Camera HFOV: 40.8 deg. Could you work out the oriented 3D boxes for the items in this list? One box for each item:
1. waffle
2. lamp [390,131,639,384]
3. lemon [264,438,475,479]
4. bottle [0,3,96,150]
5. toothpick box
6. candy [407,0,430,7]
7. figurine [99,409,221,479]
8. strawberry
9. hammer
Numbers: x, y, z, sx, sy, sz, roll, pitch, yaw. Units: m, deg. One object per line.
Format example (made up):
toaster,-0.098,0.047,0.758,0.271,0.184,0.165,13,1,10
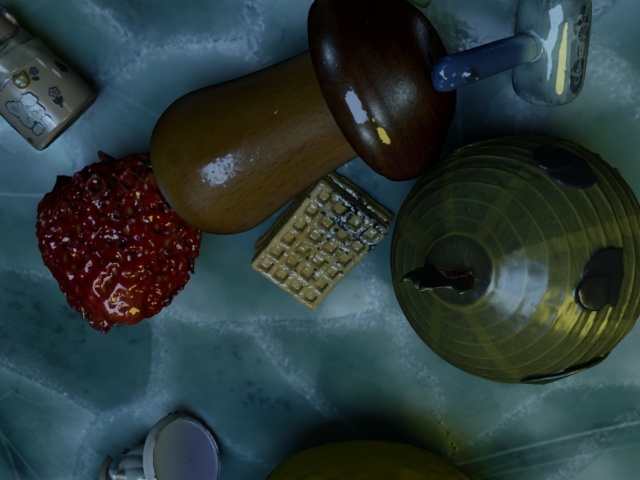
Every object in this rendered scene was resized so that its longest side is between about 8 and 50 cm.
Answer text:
waffle,0.000,0.000,0.969,0.102,0.042,0.148,38,118,-10
lamp,0.171,0.017,0.809,0.250,0.284,0.250,4,97,40
lemon,0.060,0.393,1.023,0.336,0.336,0.336,5,119,9
bottle,-0.324,-0.175,0.913,0.099,0.099,0.152,-38,106,26
toothpick box,-0.015,-0.116,0.830,0.294,0.192,0.192,-24,111,28
candy,-0.098,-0.307,0.808,0.439,0.119,0.119,20,120,-9
figurine,-0.227,0.306,1.152,0.153,0.132,0.132,-23,112,36
strawberry,-0.220,0.004,0.936,0.186,0.202,0.184,7,139,-13
hammer,0.170,-0.164,0.772,0.069,0.193,0.116,28,130,42
